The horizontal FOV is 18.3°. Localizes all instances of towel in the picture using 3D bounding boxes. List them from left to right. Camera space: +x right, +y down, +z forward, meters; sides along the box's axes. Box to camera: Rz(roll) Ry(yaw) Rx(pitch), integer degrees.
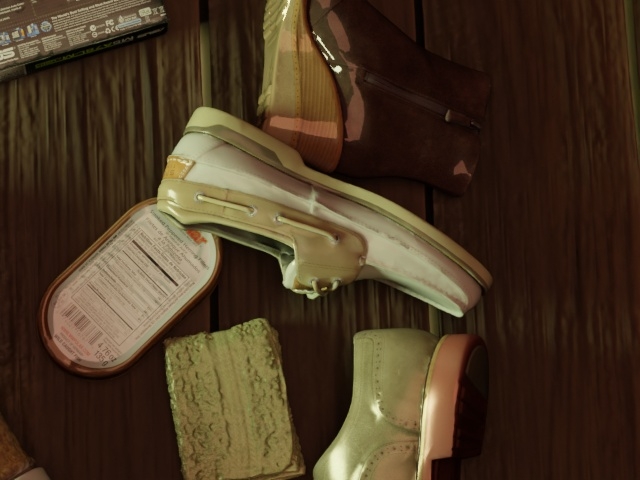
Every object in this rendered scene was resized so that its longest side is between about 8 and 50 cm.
[{"bbox_3d":[-0.079,0.149,1.751,0.110,0.027,0.148,-11,83,-8],"label":"towel"}]

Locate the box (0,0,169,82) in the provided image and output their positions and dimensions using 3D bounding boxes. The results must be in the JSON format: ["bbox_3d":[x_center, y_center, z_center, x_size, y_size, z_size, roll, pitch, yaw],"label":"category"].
[{"bbox_3d":[-0.252,-0.250,1.790,0.190,0.045,0.184,-18,81,-9],"label":"box"}]

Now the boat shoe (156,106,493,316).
[{"bbox_3d":[0.000,0.000,1.741,0.302,0.113,0.103,28,76,1],"label":"boat shoe"}]

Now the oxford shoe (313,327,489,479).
[{"bbox_3d":[0.054,0.245,1.726,0.130,0.123,0.348,9,80,21],"label":"oxford shoe"}]

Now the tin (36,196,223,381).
[{"bbox_3d":[-0.166,0.042,1.755,0.106,0.040,0.189,46,78,-2],"label":"tin"}]

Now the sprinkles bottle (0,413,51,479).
[{"bbox_3d":[-0.356,0.116,1.675,0.121,0.121,0.355,-33,85,-11],"label":"sprinkles bottle"}]

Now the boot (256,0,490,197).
[{"bbox_3d":[0.054,-0.172,1.808,0.207,0.090,0.248,12,78,-17],"label":"boot"}]
